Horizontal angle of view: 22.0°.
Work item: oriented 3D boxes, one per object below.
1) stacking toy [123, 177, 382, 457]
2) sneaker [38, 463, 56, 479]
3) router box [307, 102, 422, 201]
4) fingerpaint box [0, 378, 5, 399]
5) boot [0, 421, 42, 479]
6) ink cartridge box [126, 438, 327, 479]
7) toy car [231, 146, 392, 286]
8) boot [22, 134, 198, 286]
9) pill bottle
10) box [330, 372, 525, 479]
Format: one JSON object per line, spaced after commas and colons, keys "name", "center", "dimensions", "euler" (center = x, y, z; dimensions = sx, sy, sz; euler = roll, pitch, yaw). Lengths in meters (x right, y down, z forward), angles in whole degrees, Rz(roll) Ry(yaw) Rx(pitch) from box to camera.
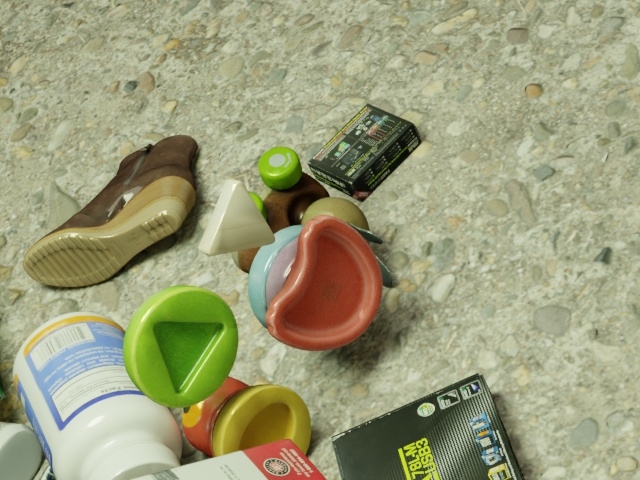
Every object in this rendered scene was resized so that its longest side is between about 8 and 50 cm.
{"name": "stacking toy", "center": [-0.099, 0.088, 1.835], "dimensions": [0.130, 0.279, 0.309], "euler": [17, 73, 53]}
{"name": "sneaker", "center": [-0.336, 0.309, 1.941], "dimensions": [0.058, 0.052, 0.135], "euler": [-5, 45, 35]}
{"name": "router box", "center": [0.057, -0.115, 2.140], "dimensions": [0.122, 0.038, 0.092], "euler": [-44, 44, -16]}
{"name": "fingerpaint box", "center": [-0.661, 0.142, 2.094], "dimensions": [0.445, 0.163, 0.371], "euler": [-30, 46, 5]}
{"name": "boot", "center": [-0.451, 0.320, 1.979], "dimensions": [0.123, 0.095, 0.258], "euler": [4, 43, 41]}
{"name": "ink cartridge box", "center": [-0.107, 0.322, 1.654], "dimensions": [0.273, 0.114, 0.197], "euler": [-10, 32, -29]}
{"name": "toy car", "center": [0.000, 0.000, 1.989], "dimensions": [0.188, 0.155, 0.149], "euler": [22, 62, 28]}
{"name": "boot", "center": [-0.280, -0.042, 2.251], "dimensions": [0.248, 0.090, 0.207], "euler": [-20, 30, 13]}
{"name": "pill bottle", "center": [-0.249, 0.215, 1.907], "dimensions": [0.152, 0.152, 0.272], "euler": [-34, 42, -4]}
{"name": "box", "center": [0.116, 0.250, 1.742], "dimensions": [0.184, 0.045, 0.190], "euler": [-22, 41, 6]}
